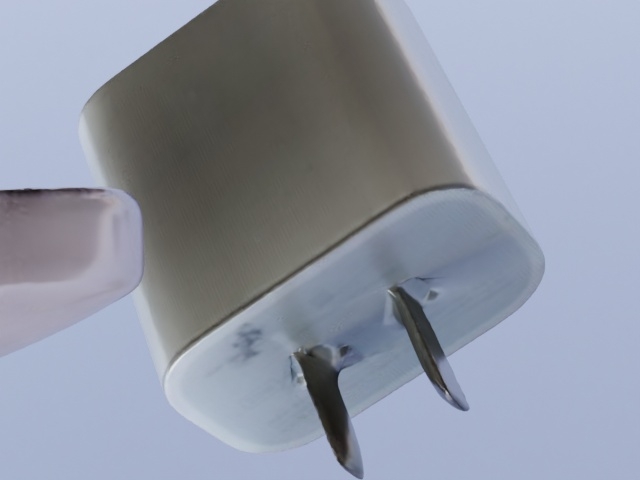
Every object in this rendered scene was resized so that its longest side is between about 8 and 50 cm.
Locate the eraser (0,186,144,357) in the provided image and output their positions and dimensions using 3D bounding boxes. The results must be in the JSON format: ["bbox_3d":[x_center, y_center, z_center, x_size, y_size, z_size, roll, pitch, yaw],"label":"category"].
[{"bbox_3d":[-0.165,0.022,0.461,0.243,0.204,0.059,-5,-92,10],"label":"eraser"}]

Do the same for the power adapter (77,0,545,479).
[{"bbox_3d":[0.000,0.000,0.867,0.187,0.124,0.255,-35,-130,13],"label":"power adapter"}]
